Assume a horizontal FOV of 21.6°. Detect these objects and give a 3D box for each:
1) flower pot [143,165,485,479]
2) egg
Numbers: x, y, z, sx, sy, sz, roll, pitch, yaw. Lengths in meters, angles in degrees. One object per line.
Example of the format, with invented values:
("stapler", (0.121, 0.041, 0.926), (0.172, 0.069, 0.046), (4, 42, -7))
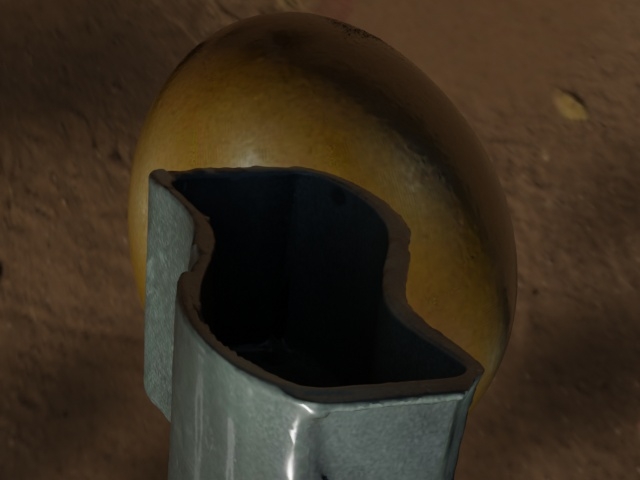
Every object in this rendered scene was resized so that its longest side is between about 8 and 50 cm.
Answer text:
("flower pot", (-0.011, 0.055, 0.655), (0.103, 0.229, 0.108), (1, 113, -11))
("egg", (0.000, 0.000, 1.258), (0.283, 0.282, 0.351), (-16, 83, -9))
